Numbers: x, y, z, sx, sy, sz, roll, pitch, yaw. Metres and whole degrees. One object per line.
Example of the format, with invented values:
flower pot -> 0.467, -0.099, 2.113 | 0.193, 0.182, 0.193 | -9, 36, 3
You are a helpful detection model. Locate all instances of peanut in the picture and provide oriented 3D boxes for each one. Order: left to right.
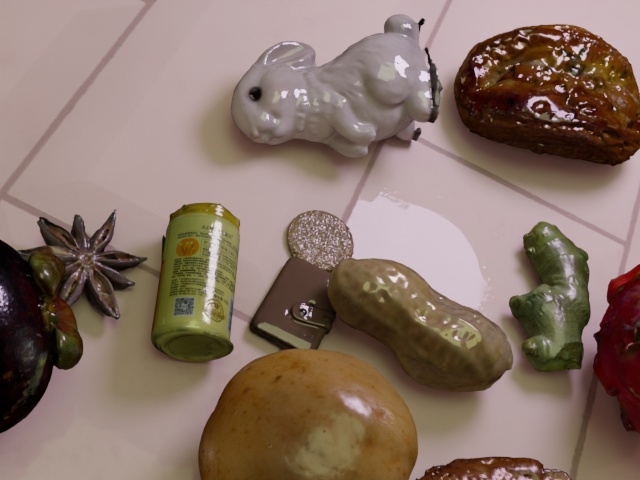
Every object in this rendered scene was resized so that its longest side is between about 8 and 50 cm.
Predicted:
peanut -> 0.151, 0.130, 1.452 | 0.313, 0.149, 0.149 | 37, 56, -1

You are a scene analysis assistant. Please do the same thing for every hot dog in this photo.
hot dog -> 0.446, -0.273, 1.770 | 0.387, 0.174, 0.267 | 9, 60, -13

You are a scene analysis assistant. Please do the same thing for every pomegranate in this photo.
pomegranate -> -0.021, 0.280, 1.237 | 0.307, 0.307, 0.307 | 8, 58, -13

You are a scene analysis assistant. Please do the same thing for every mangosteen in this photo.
mangosteen -> -0.450, 0.116, 1.190 | 0.288, 0.288, 0.288 | 8, 58, -13

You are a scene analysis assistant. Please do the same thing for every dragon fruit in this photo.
dragon fruit -> 0.563, 0.154, 1.427 | 0.249, 0.386, 0.371 | 23, 82, -18

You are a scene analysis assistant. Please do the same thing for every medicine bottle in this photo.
medicine bottle -> -0.185, 0.056, 1.405 | 0.124, 0.124, 0.239 | 9, 57, -13

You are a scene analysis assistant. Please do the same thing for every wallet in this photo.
wallet -> -0.031, 0.105, 1.472 | 0.118, 0.039, 0.153 | 27, 54, 1

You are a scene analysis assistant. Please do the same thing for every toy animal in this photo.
toy animal -> 0.019, -0.265, 1.634 | 0.357, 0.194, 0.258 | -2, 70, -10

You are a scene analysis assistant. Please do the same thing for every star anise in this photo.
star anise -> -0.351, 0.040, 1.394 | 0.182, 0.065, 0.195 | -23, 71, -33

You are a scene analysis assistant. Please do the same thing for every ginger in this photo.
ginger -> 0.395, 0.094, 1.588 | 0.137, 0.089, 0.290 | 12, 59, 12

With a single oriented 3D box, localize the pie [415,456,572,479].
pie -> 0.247, 0.443, 1.329 | 0.308, 0.085, 0.308 | 5, 59, -9

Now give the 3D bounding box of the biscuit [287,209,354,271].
biscuit -> 0.000, 0.000, 1.557 | 0.120, 0.015, 0.120 | 8, 59, -12
